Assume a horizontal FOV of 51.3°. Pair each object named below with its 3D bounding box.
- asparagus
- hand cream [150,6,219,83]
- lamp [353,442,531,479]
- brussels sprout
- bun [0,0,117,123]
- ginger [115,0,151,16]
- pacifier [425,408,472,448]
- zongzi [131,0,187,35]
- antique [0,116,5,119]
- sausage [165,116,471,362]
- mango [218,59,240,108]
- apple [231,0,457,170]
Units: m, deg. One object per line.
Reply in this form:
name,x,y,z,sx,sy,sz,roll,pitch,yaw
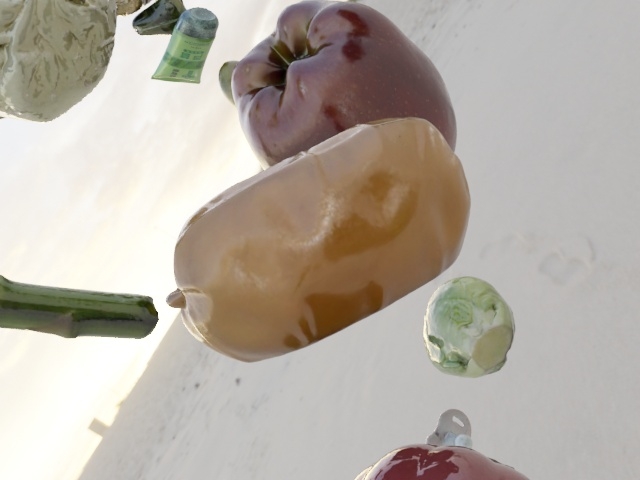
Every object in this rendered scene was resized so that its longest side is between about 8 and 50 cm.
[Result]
asparagus,-0.335,0.082,0.802,0.060,0.277,0.067,-14,68,55
hand cream,-0.232,-0.336,1.173,0.175,0.095,0.046,-50,51,49
lamp,0.095,0.236,0.483,0.182,0.182,0.140,-58,1,45
brussels sprout,0.327,0.198,1.478,0.244,0.244,0.244,-59,1,2
bun,-0.312,-0.235,0.669,0.231,0.231,0.133,-59,16,-8
ginger,-0.299,-0.502,1.270,0.148,0.081,0.334,-27,23,22
pacifier,0.215,0.319,1.054,0.099,0.081,0.078,-56,15,-20
zongzi,-0.276,-0.386,1.227,0.104,0.113,0.052,-26,37,23
antique,-0.537,-0.256,1.113,0.080,0.221,0.081,60,-163,-81
sausage,0.000,0.000,0.501,0.241,0.136,0.120,-30,18,-12
mango,-0.081,-0.263,1.181,0.227,0.136,0.099,-1,-18,-43
apple,0.039,-0.169,0.932,0.288,0.317,0.288,-21,50,28
